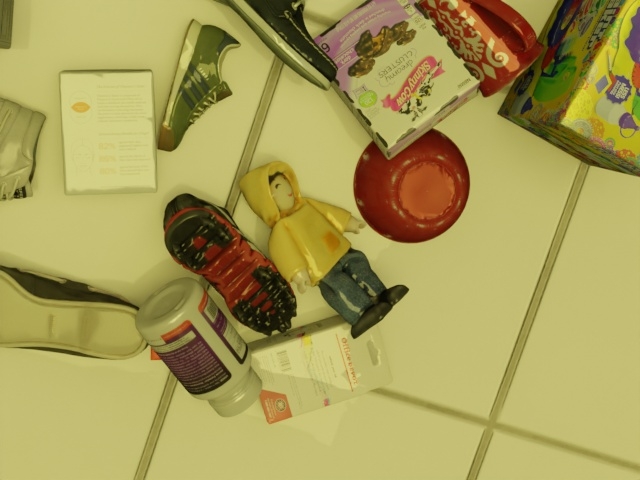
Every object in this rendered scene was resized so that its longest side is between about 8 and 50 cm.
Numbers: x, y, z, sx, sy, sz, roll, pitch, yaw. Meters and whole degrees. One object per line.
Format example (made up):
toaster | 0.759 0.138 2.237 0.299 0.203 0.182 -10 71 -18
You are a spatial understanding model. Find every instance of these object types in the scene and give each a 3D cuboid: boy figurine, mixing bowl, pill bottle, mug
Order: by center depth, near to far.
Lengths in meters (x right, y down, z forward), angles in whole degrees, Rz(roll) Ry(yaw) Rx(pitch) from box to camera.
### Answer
pill bottle | -0.164 0.155 1.703 0.108 0.108 0.193 -36 117 -3
mug | 0.238 -0.315 1.746 0.169 0.150 0.113 48 45 -8
boy figurine | 0.000 0.000 1.753 0.285 0.092 0.177 50 48 2
mixing bowl | 0.145 -0.077 1.783 0.181 0.098 0.181 -1 100 -9

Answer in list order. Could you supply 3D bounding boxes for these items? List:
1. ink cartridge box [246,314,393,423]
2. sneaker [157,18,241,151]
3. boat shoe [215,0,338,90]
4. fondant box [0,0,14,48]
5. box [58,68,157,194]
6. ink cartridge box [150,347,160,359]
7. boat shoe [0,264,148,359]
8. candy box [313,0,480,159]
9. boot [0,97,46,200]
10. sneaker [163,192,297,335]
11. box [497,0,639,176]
ink cartridge box | -0.003 0.185 1.814 0.198 0.067 0.115 -16 101 -5
sneaker | -0.169 -0.212 1.726 0.086 0.064 0.192 15 93 -6
boat shoe | -0.077 -0.333 1.673 0.302 0.114 0.091 44 86 1
fondant box | -0.520 -0.298 1.520 0.238 0.330 0.096 4 96 -10
box | -0.296 -0.154 1.701 0.130 0.091 0.170 -2 99 -9
ink cartridge box | -0.193 0.151 1.796 0.115 0.029 0.063 0 99 -10
boat shoe | -0.404 0.102 1.733 0.335 0.095 0.112 14 93 -6
candy box | 0.104 -0.243 1.730 0.165 0.070 0.196 -37 79 -3
boot | -0.459 -0.073 1.671 0.123 0.095 0.258 16 83 -14
sneaker | -0.132 0.028 1.754 0.097 0.135 0.276 -40 126 4
box | 0.429 -0.259 1.709 0.177 0.279 0.290 27 93 -12
